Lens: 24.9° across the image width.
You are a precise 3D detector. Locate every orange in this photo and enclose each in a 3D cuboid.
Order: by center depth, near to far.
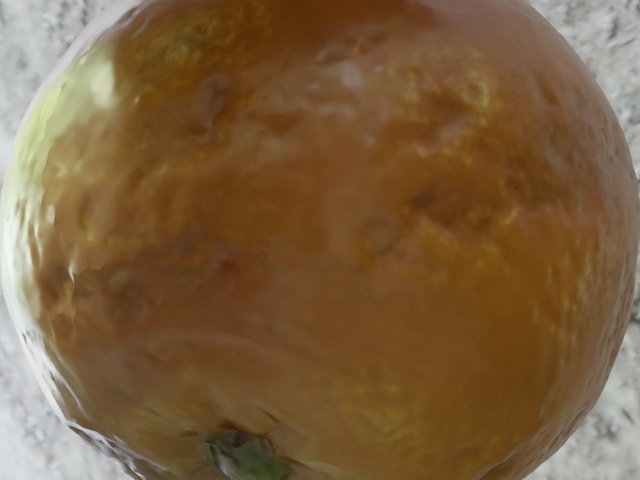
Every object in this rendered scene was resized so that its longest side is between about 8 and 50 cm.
[{"bbox_3d":[0.000,0.000,0.600,0.261,0.261,0.261,36,141,36],"label":"orange"}]
